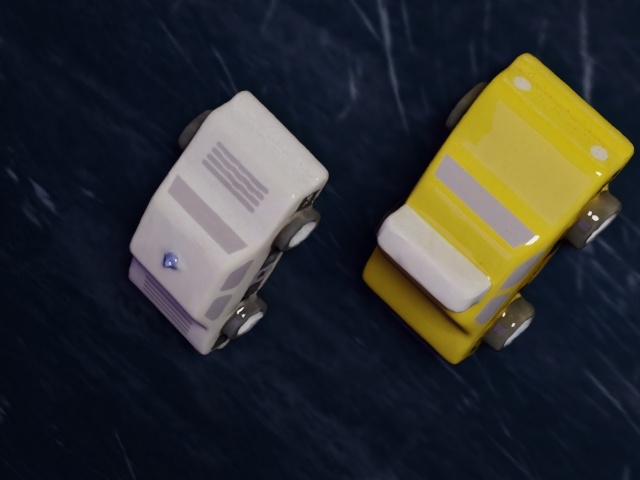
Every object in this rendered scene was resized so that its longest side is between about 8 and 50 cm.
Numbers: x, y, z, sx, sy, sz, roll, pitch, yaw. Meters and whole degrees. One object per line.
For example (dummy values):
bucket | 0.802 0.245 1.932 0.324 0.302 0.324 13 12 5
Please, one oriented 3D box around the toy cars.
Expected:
toy cars | 0.000 0.000 0.833 0.393 0.087 0.176 -2 111 42
